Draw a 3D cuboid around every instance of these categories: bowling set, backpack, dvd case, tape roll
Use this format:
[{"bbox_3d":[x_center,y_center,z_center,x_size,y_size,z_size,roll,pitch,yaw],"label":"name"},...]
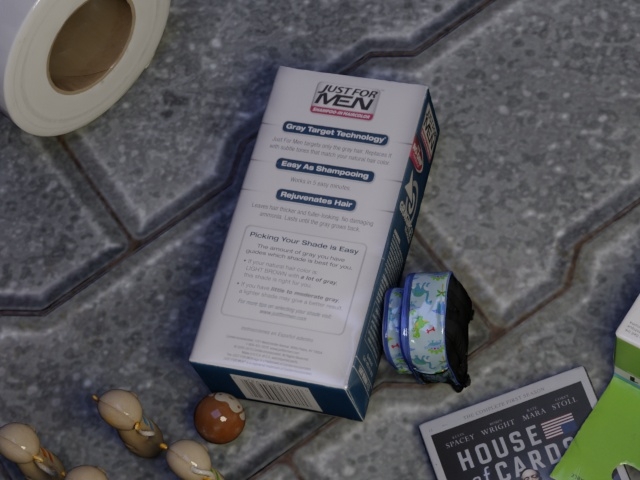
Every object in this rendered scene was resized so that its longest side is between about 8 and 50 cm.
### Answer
[{"bbox_3d":[-0.173,0.209,1.880,0.287,0.154,0.200,28,74,23],"label":"bowling set"},{"bbox_3d":[0.106,0.086,1.897,0.084,0.114,0.105,0,66,13],"label":"backpack"},{"bbox_3d":[0.216,0.257,1.839,0.179,0.029,0.239,-20,63,2],"label":"dvd case"},{"bbox_3d":[-0.308,-0.260,2.084,0.169,0.246,0.246,37,78,26],"label":"tape roll"}]

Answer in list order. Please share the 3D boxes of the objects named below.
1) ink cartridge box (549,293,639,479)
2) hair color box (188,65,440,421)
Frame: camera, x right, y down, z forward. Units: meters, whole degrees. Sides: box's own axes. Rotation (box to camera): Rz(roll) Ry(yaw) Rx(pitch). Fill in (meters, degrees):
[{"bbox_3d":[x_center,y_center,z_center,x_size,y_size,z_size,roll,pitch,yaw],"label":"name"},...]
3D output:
[{"bbox_3d":[0.361,0.149,1.799,0.188,0.097,0.255,27,66,20],"label":"ink cartridge box"},{"bbox_3d":[0.000,0.000,1.967,0.173,0.105,0.347,9,68,17],"label":"hair color box"}]
